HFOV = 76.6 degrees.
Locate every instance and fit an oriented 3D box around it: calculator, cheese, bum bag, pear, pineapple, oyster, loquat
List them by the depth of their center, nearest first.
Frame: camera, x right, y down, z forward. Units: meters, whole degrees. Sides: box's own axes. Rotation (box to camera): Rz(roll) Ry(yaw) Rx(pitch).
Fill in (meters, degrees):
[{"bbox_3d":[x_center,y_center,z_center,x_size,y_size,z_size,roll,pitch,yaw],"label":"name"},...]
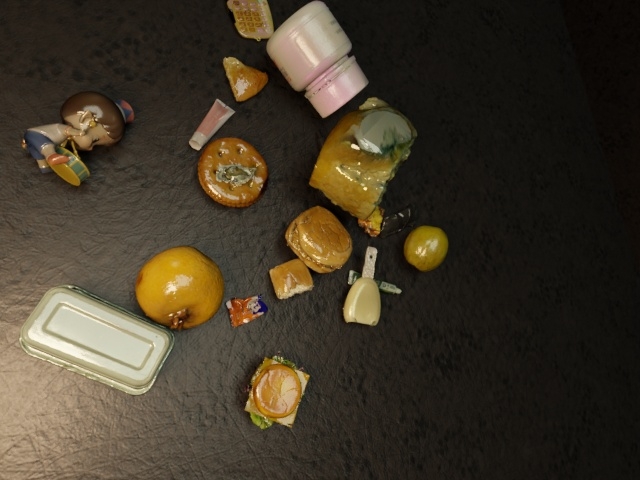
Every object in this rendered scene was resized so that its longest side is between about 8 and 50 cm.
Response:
[{"bbox_3d":[-0.340,0.115,0.991,0.208,0.208,0.208,8,72,-25],"label":"loquat"},{"bbox_3d":[-0.244,-0.187,1.160,0.100,0.037,0.098,15,48,-4],"label":"oyster"},{"bbox_3d":[0.145,0.144,1.299,0.127,0.054,0.251,14,81,-25],"label":"cheese"},{"bbox_3d":[0.174,-0.081,1.406,0.116,0.069,0.137,-23,96,-36],"label":"pineapple"},{"bbox_3d":[-0.249,-0.799,1.410,0.157,0.033,0.236,-14,84,-31],"label":"calculator"},{"bbox_3d":[0.368,0.028,1.424,0.149,0.149,0.162,34,81,-15],"label":"pear"},{"bbox_3d":[0.281,-0.072,1.457,0.198,0.049,0.087,-23,128,-32],"label":"bum bag"}]

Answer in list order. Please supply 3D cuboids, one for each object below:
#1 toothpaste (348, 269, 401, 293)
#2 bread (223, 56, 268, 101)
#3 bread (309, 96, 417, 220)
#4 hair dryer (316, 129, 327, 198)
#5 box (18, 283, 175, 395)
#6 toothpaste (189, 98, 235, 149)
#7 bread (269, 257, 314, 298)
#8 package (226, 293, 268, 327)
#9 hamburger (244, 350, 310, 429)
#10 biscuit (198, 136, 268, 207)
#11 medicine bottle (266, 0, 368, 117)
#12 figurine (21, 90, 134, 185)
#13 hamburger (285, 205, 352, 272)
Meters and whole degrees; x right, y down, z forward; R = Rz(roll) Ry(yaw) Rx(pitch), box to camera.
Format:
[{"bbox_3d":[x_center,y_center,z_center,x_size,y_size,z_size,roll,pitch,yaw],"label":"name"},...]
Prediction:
[{"bbox_3d":[0.184,0.146,1.356,0.204,0.031,0.049,17,67,-20],"label":"toothpaste"},{"bbox_3d":[-0.251,-0.510,1.312,0.154,0.054,0.135,16,71,-20],"label":"bread"},{"bbox_3d":[0.164,-0.292,1.272,0.239,0.264,0.395,34,57,2],"label":"bread"},{"bbox_3d":[0.022,-0.263,1.383,0.128,0.070,0.255,-17,77,-30],"label":"hair dryer"},{"bbox_3d":[-0.486,0.217,0.900,0.312,0.182,0.175,30,64,-16],"label":"box"},{"bbox_3d":[-0.333,-0.354,1.232,0.067,0.043,0.194,33,57,-13],"label":"toothpaste"},{"bbox_3d":[-0.082,0.112,1.198,0.125,0.082,0.106,-16,88,-28],"label":"bread"},{"bbox_3d":[-0.206,0.190,1.141,0.111,0.033,0.077,-19,108,-17],"label":"package"},{"bbox_3d":[-0.123,0.403,1.085,0.164,0.093,0.189,39,60,-10],"label":"hamburger"},{"bbox_3d":[-0.255,-0.204,1.210,0.221,0.066,0.220,8,72,-26],"label":"biscuit"},{"bbox_3d":[-0.004,-0.592,1.353,0.302,0.241,0.241,51,59,-16],"label":"medicine bottle"},{"bbox_3d":[-0.586,-0.274,1.017,0.158,0.161,0.275,52,58,-32],"label":"figurine"},{"bbox_3d":[0.001,0.000,1.241,0.214,0.108,0.213,26,42,-26],"label":"hamburger"}]
